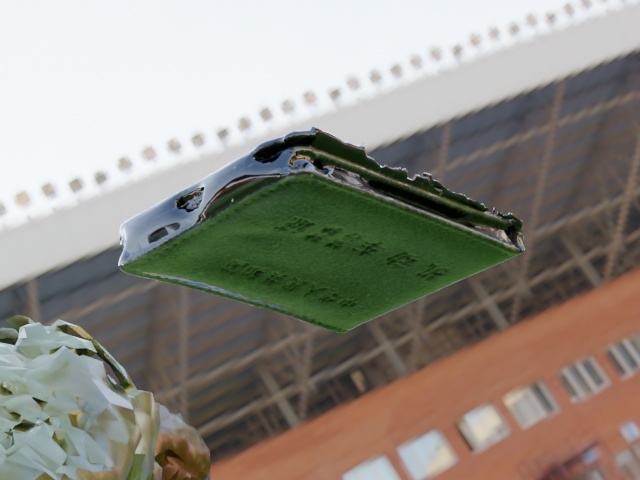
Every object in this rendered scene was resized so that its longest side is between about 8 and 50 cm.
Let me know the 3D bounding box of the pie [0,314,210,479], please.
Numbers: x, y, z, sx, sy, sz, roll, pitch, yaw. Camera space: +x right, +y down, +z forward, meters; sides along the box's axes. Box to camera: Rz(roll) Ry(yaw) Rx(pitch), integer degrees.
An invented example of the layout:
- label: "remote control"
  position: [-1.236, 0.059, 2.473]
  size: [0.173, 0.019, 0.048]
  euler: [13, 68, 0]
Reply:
- label: "pie"
  position: [-0.164, 0.205, 0.478]
  size: [0.418, 0.180, 0.395]
  euler: [88, -157, -84]

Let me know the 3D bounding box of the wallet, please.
- label: "wallet"
  position: [0.000, 0.002, 0.945]
  size: [0.167, 0.036, 0.222]
  euler: [-27, -32, 35]
